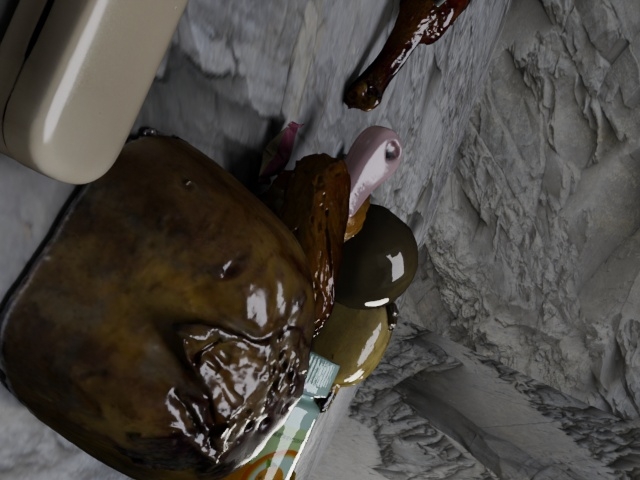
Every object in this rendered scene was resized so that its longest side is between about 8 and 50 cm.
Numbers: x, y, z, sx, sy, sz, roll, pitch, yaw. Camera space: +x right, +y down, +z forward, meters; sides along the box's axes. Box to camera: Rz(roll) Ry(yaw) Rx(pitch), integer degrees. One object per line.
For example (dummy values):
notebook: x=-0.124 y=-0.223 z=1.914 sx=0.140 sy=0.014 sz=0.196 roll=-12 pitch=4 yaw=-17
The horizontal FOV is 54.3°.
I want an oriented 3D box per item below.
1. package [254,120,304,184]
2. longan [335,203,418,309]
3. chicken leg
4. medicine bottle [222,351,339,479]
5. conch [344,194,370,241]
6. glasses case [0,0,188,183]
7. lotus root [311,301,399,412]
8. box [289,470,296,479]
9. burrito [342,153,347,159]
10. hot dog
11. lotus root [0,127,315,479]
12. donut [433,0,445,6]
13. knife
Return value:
package: x=-0.047 y=-0.101 z=0.714 sx=0.083 sy=0.029 sz=0.059 roll=-57 pitch=174 yaw=11
longan: x=0.087 y=0.031 z=1.131 sx=0.198 sy=0.198 sz=0.212 roll=-62 pitch=-179 yaw=-16
chicken leg: x=0.157 y=-0.346 z=0.971 sx=0.407 sy=0.096 sz=0.158 roll=-54 pitch=-179 yaw=-34
medicine bottle: x=-0.108 y=0.289 z=0.881 sx=0.318 sy=0.158 sz=0.158 roll=-65 pitch=167 yaw=-7
conch: x=-0.035 y=-0.013 z=0.829 sx=0.330 sy=0.093 sz=0.109 roll=-27 pitch=162 yaw=-38
glasses case: x=-0.118 y=-0.128 z=0.347 sx=0.196 sy=0.050 sz=0.083 roll=-66 pitch=164 yaw=-1
lotus root: x=0.057 y=0.251 z=1.443 sx=0.310 sy=0.183 sz=0.183 roll=-62 pitch=166 yaw=-7
box: x=-0.187 y=0.669 z=1.219 sx=0.264 sy=0.116 sz=0.415 roll=-70 pitch=-176 yaw=-82
burrito: x=0.023 y=-0.041 z=1.022 sx=0.226 sy=0.060 sz=0.087 roll=-64 pitch=162 yaw=-2
hot dog: x=-0.030 y=-0.001 z=0.677 sx=0.160 sy=0.099 sz=0.226 roll=-32 pitch=-144 yaw=41
lotus root: x=-0.103 y=0.067 z=0.502 sx=0.272 sy=0.192 sz=0.272 roll=-50 pitch=158 yaw=-29
donut: x=0.183 y=-0.460 z=0.770 sx=0.345 sy=0.136 sz=0.259 roll=-52 pitch=164 yaw=-50
knife: x=0.002 y=0.001 z=0.784 sx=0.336 sy=0.043 sz=0.081 roll=-56 pitch=137 yaw=-8
